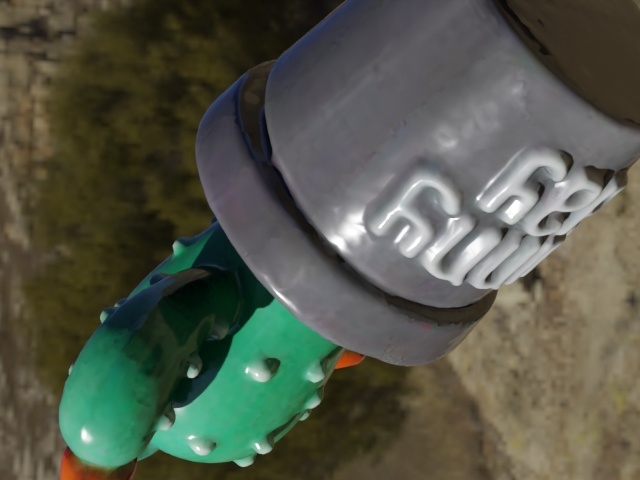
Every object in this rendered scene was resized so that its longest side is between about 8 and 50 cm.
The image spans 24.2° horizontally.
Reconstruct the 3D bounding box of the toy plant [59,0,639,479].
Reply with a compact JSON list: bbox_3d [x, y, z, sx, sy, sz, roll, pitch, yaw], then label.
[{"bbox_3d":[-0.005,0.006,0.804,0.400,0.185,0.279,-43,7,34],"label":"toy plant"}]
